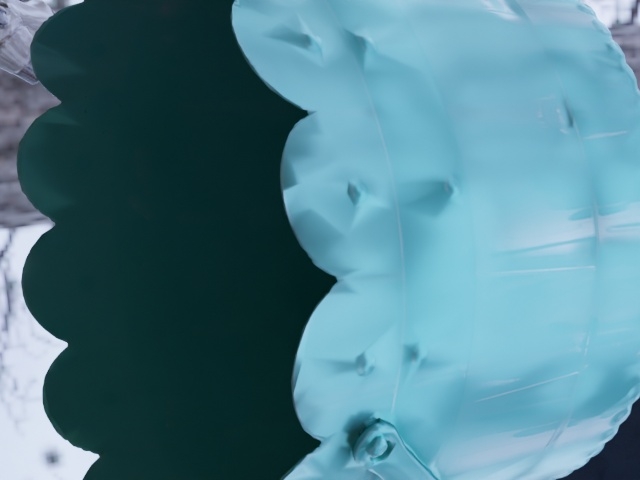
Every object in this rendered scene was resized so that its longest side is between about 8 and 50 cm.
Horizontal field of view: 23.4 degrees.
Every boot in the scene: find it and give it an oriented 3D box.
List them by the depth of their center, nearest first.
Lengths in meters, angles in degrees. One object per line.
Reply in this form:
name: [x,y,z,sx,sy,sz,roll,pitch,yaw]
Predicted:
boot: [-0.216,-0.154,1.020,0.042,0.087,0.118,-39,-146,11]

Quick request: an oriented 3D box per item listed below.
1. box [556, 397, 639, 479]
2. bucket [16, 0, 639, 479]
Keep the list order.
box: [0.168,0.054,0.859,0.153,0.207,0.108,-40,-80,18]
bucket: [0.000,0.000,0.660,0.281,0.183,0.281,10,-79,60]
